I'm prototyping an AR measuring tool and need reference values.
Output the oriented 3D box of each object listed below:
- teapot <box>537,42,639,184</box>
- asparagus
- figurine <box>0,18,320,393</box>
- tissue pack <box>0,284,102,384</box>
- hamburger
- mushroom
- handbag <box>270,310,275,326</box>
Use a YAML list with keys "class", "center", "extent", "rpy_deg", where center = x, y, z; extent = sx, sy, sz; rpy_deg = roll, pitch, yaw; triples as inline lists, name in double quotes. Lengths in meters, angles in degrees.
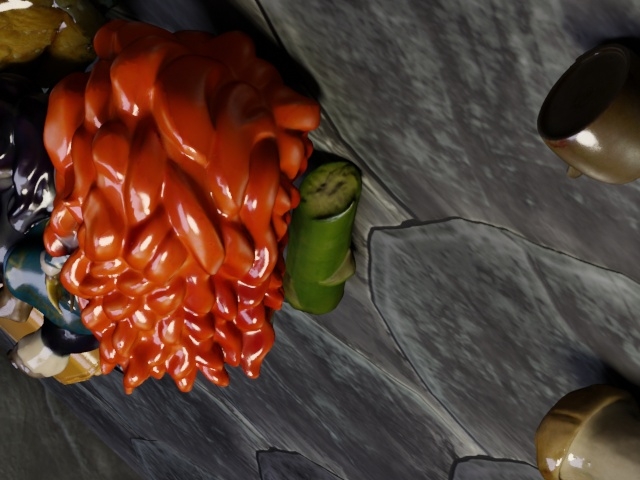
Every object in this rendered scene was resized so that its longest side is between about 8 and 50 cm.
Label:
- class: "teapot"
  center: [0.183, -0.071, 1.078]
  extent: [0.068, 0.076, 0.121]
  rpy_deg: [38, 135, -24]
- class: "asparagus"
  center: [-0.001, 0.002, 1.635]
  extent: [0.067, 0.060, 0.277]
  rpy_deg: [47, 163, 16]
- class: "figurine"
  center: [-0.175, -0.026, 1.527]
  extent: [0.412, 0.241, 0.306]
  rpy_deg: [-3, 99, 47]
- class: "tissue pack"
  center: [-0.306, 0.002, 2.043]
  extent: [0.274, 0.194, 0.145]
  rpy_deg: [44, 162, -12]
- class: "hamburger"
  center: [-0.283, -0.196, 1.565]
  extent: [0.206, 0.130, 0.183]
  rpy_deg: [21, 152, -17]
- class: "mushroom"
  center: [0.316, 0.221, 1.404]
  extent: [0.350, 0.128, 0.128]
  rpy_deg: [33, 161, 35]
- class: "handbag"
  center: [-0.136, -0.038, 1.718]
  extent: [0.270, 0.117, 0.182]
  rpy_deg: [61, 164, -22]
